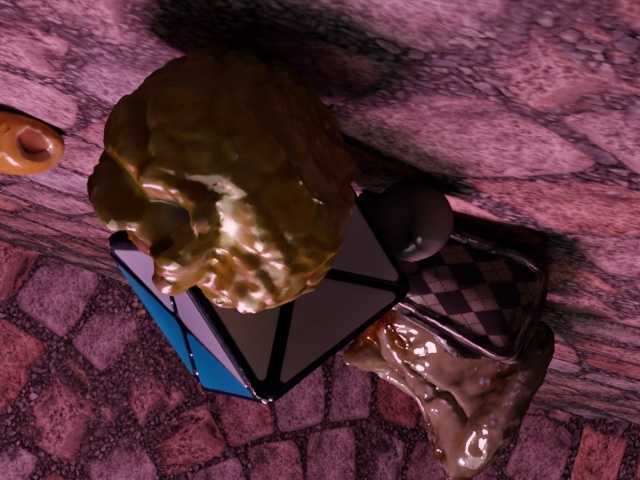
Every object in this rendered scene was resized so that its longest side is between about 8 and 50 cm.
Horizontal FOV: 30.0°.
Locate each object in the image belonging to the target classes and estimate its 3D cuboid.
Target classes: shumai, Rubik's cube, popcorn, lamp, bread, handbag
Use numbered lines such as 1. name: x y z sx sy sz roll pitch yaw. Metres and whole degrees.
1. shumai: 0.219 0.219 2.150 0.323 0.324 0.397 34 -168 -1
2. Rubik's cube: -0.081 0.031 1.486 0.246 0.250 0.248 58 160 -11
3. popcorn: -0.091 -0.055 1.201 0.247 0.282 0.282 -36 144 21
4. lamp: 0.117 -0.025 1.515 0.105 0.105 0.105 15 170 3
5. bread: -0.490 -0.147 1.843 0.173 0.085 0.134 8 167 41
6. handbag: 0.180 0.072 1.814 0.316 0.180 0.416 22 176 13
